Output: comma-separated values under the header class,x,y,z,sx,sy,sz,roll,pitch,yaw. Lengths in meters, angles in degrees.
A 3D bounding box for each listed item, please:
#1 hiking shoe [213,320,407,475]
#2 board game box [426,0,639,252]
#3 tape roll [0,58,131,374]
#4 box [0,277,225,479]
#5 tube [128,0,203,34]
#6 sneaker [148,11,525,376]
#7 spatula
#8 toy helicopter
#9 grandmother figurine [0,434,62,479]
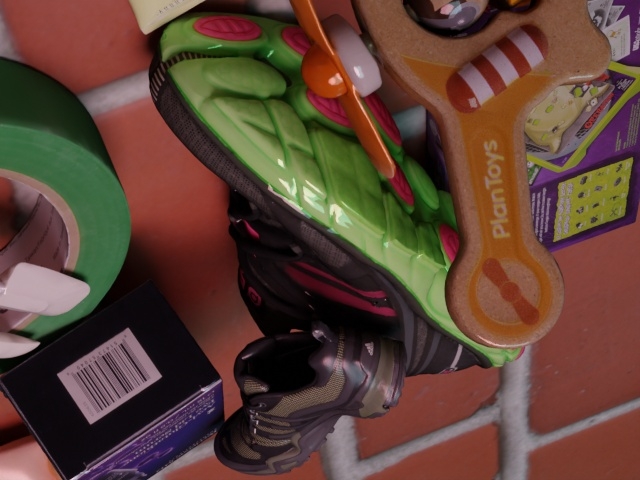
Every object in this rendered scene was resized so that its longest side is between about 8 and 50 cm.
class,x,y,z,sx,sy,sz,roll,pitch,yaw
hiking shoe,-0.033,0.120,1.401,0.114,0.086,0.227,30,136,-26
board game box,0.195,-0.100,1.501,0.208,0.056,0.347,-22,146,-13
tape roll,-0.306,0.000,1.276,0.321,0.077,0.321,-18,145,-13
box,-0.171,0.139,1.446,0.153,0.108,0.207,-34,167,-10
tube,-0.119,-0.219,1.126,0.070,0.062,0.240,10,160,20
sneaker,0.000,0.000,1.379,0.202,0.185,0.483,-24,138,19
spatula,-0.308,0.061,1.275,0.168,0.019,0.242,-40,144,29
toy helicopter,0.094,-0.097,1.200,0.235,0.355,0.140,-7,176,-11
grandmother figurine,-0.389,0.256,1.546,0.342,0.104,0.208,-18,137,-16
